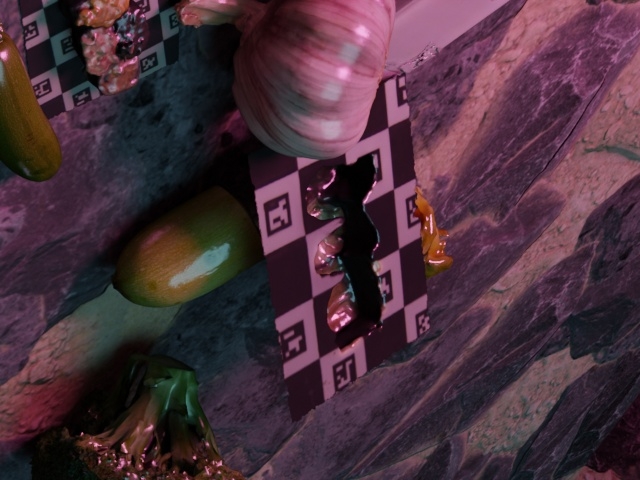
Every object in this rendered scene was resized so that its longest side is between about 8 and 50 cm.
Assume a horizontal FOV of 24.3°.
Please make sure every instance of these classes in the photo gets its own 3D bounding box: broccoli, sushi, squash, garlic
[{"bbox_3d":[-0.242,0.294,2.000,0.308,0.308,0.275,12,91,-56],"label":"broccoli"},{"bbox_3d":[-0.212,-0.217,1.560,0.192,0.050,0.215,-28,148,-25],"label":"sushi"},{"bbox_3d":[-0.318,-0.134,1.523,0.069,0.069,0.258,-35,150,-14],"label":"squash"},{"bbox_3d":[-0.045,-0.222,1.658,0.253,0.245,0.245,18,122,-17],"label":"garlic"},{"bbox_3d":[-0.175,0.015,1.856,0.186,0.123,0.123,-29,149,-14],"label":"squash"},{"bbox_3d":[0.000,0.000,1.911,0.296,0.100,0.373,-31,123,-40],"label":"sushi"}]

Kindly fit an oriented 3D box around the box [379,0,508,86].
[{"bbox_3d":[0.129,-0.273,1.845,0.285,0.044,0.142,-34,157,23],"label":"box"}]

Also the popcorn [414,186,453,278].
[{"bbox_3d":[0.075,0.005,2.094,0.189,0.169,0.218,-21,127,-45],"label":"popcorn"}]
